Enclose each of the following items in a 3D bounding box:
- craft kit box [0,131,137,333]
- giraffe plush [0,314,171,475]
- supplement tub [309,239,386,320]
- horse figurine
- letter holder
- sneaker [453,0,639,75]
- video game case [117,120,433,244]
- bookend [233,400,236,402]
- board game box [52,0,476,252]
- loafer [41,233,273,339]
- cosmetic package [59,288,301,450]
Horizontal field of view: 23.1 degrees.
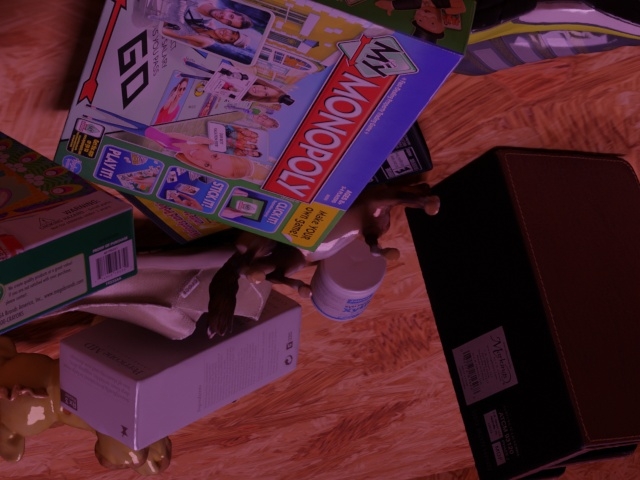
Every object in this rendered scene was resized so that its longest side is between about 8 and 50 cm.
[{"bbox_3d":[-0.284,-0.003,0.952,0.250,0.061,0.246,-25,-144,-38],"label":"craft kit box"},{"bbox_3d":[-0.272,0.168,1.691,0.170,0.181,0.210,-11,147,15],"label":"giraffe plush"},{"bbox_3d":[0.029,0.040,1.681,0.071,0.071,0.107,-11,163,-12],"label":"supplement tub"},{"bbox_3d":[0.000,0.000,1.451,0.263,0.066,0.174,-23,-163,-7],"label":"horse figurine"},{"bbox_3d":[0.245,0.076,1.575,0.214,0.302,0.152,-1,158,-38],"label":"letter holder"},{"bbox_3d":[0.154,-0.171,1.091,0.300,0.111,0.121,-1,166,-16],"label":"sneaker"},{"bbox_3d":[-0.043,-0.076,1.320,0.248,0.035,0.275,-17,164,7],"label":"video game case"},{"bbox_3d":[-0.165,0.153,1.878,0.156,0.072,0.157,-8,162,-18],"label":"bookend"},{"bbox_3d":[-0.053,-0.100,1.056,0.213,0.046,0.317,18,153,-9],"label":"board game box"},{"bbox_3d":[-0.158,0.051,1.486,0.268,0.092,0.102,-7,-175,-24],"label":"loafer"},{"bbox_3d":[-0.138,0.114,1.570,0.117,0.085,0.231,23,-150,35],"label":"cosmetic package"}]
